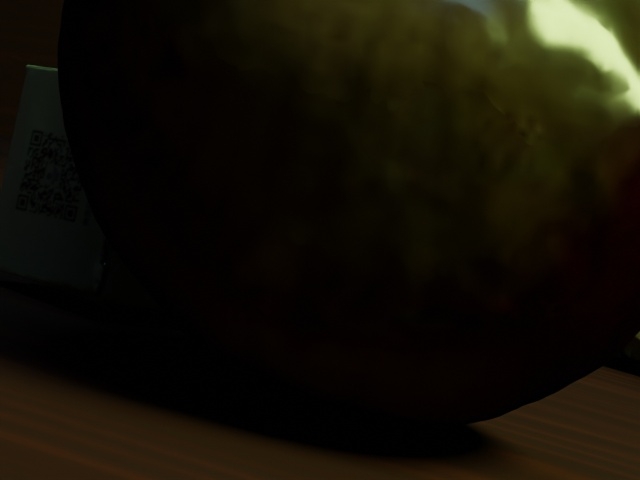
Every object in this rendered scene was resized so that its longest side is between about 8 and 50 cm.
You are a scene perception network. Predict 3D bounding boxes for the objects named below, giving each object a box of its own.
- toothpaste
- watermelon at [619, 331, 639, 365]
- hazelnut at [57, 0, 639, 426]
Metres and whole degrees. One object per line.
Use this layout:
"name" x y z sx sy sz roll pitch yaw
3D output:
"toothpaste" 0.000 0.000 0.634 0.067 0.081 0.336 12 0 34
"watermelon" 0.311 -0.018 0.889 0.222 0.292 0.319 18 10 -24
"hazelnut" 0.017 -0.032 0.435 0.208 0.208 0.208 15 2 -1
